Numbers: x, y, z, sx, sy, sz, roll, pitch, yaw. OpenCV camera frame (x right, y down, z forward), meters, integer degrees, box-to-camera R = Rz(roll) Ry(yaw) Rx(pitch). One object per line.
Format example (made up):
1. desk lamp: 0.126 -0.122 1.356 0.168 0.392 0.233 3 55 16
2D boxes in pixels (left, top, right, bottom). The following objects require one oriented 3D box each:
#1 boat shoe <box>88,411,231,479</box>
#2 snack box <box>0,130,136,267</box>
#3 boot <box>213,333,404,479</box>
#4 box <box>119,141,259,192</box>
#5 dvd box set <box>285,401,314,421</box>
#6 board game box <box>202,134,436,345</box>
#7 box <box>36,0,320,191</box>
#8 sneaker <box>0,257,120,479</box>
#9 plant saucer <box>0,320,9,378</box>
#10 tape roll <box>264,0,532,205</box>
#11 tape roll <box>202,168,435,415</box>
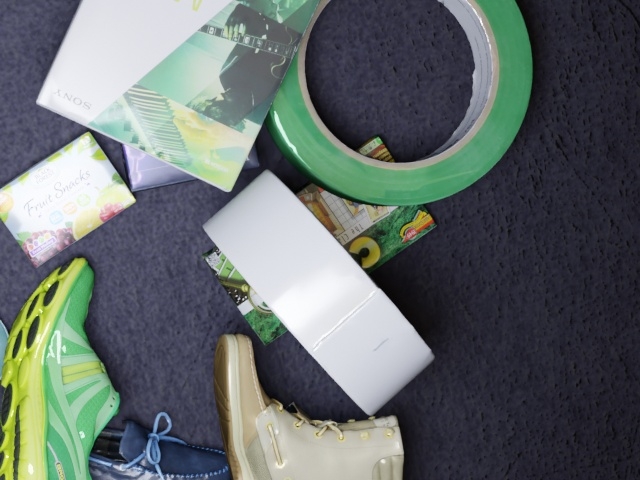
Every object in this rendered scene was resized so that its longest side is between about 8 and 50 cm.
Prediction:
1. boat shoe: -0.230 0.258 1.590 0.258 0.109 0.089 2 108 -12
2. snack box: -0.302 -0.049 1.573 0.141 0.037 0.100 -34 100 -4
3. boot: -0.011 0.217 1.570 0.203 0.095 0.262 -12 99 -10
4. box: -0.166 -0.171 1.544 0.153 0.108 0.207 -13 99 -8
5. dvd box set: 0.027 0.448 1.683 0.420 0.062 0.307 41 88 -12
6. board game box: 0.000 0.000 1.636 0.260 0.030 0.136 -36 104 -3
7. box: -0.136 -0.243 1.454 0.232 0.058 0.322 24 93 -12
8. sneaker: -0.294 0.164 1.540 0.123 0.109 0.295 21 61 -34
9. plant saucer: -0.425 0.127 1.584 0.119 0.021 0.119 -1 97 -10
10. tape roll: 0.085 -0.199 1.581 0.321 0.077 0.321 0 91 -11
11. tape roll: -0.001 0.057 1.484 0.100 0.286 0.286 -41 102 -2
